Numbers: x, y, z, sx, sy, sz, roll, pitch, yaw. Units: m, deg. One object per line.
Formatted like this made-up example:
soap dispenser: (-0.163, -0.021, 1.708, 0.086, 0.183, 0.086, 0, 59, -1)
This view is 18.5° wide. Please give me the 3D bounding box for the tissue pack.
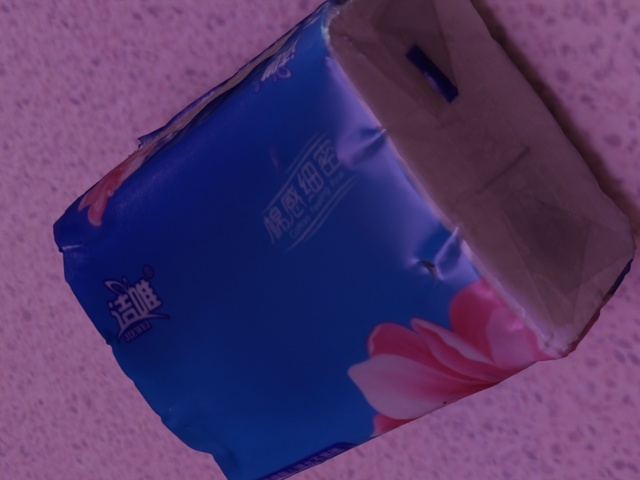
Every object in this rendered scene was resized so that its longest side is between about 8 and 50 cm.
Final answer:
tissue pack: (0.000, 0.000, 1.033, 0.269, 0.137, 0.209, -30, 96, 48)
